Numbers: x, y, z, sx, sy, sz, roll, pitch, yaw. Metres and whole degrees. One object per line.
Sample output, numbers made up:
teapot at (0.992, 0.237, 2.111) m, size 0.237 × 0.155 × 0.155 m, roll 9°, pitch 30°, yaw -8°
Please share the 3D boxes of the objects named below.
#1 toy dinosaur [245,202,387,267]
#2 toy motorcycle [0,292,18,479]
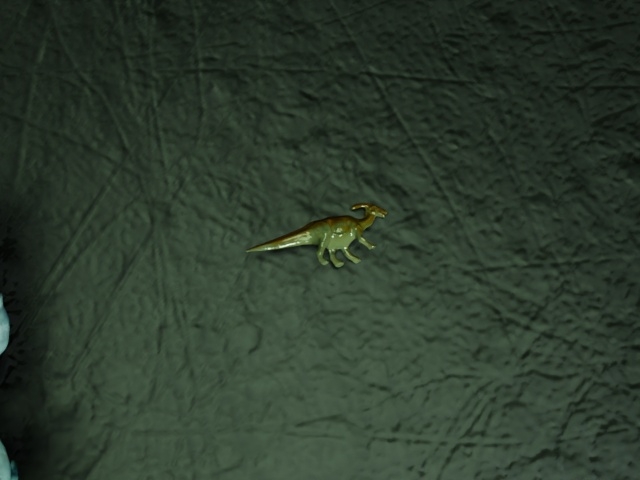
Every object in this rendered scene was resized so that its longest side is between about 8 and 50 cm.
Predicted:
toy dinosaur at (0.003, 0.003, 0.562) m, size 0.113 × 0.026 × 0.041 m, roll -22°, pitch 74°, yaw -15°
toy motorcycle at (-0.294, 0.071, 0.490) m, size 0.206 × 0.154 × 0.260 m, roll -14°, pitch 83°, yaw 19°
